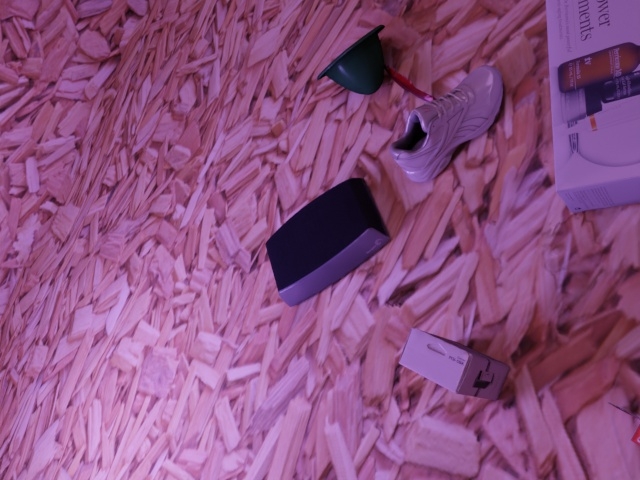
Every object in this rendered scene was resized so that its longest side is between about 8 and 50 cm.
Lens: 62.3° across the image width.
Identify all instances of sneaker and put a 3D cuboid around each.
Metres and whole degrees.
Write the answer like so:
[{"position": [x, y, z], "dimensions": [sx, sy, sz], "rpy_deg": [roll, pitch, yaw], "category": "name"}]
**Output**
[{"position": [0.210, -0.206, 0.895], "dimensions": [0.232, 0.115, 0.090], "rpy_deg": [-51, 48, 12], "category": "sneaker"}]

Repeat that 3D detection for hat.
[{"position": [0.113, -0.315, 1.088], "dimensions": [0.173, 0.183, 0.208], "rpy_deg": [-36, 11, 16], "category": "hat"}]

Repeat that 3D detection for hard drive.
[{"position": [0.000, 0.000, 1.034], "dimensions": [0.255, 0.054, 0.172], "rpy_deg": [-36, 53, 24], "category": "hard drive"}]

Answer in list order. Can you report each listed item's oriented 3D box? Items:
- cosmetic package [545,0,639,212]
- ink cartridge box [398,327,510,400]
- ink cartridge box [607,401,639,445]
[{"position": [0.465, -0.245, 0.711], "dimensions": [0.285, 0.097, 0.377], "rpy_deg": [-9, 67, 35], "category": "cosmetic package"}, {"position": [0.189, 0.175, 0.745], "dimensions": [0.099, 0.135, 0.056], "rpy_deg": [21, 88, 44], "category": "ink cartridge box"}, {"position": [0.385, 0.230, 0.604], "dimensions": [0.115, 0.063, 0.029], "rpy_deg": [29, 90, 44], "category": "ink cartridge box"}]
